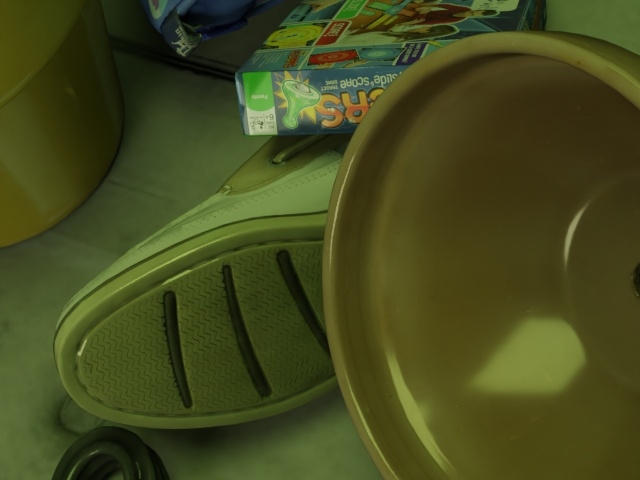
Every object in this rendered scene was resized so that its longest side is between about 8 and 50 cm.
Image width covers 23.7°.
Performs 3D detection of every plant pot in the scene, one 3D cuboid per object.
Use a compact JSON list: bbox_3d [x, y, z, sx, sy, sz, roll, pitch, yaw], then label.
[{"bbox_3d":[0.117,0.026,0.670,0.110,0.237,0.237,-8,47,-40],"label":"plant pot"},{"bbox_3d":[-0.223,-0.119,0.837,0.254,0.239,0.254,-6,60,10],"label":"plant pot"}]

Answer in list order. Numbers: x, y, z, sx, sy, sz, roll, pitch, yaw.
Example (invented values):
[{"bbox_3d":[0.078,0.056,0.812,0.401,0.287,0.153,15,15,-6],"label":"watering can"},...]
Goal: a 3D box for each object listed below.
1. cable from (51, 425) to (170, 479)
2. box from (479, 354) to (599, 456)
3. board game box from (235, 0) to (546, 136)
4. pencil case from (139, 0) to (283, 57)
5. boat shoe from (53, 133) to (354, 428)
[{"bbox_3d":[-0.085,0.228,0.726,0.139,0.072,0.287,-38,45,10],"label":"cable"},{"bbox_3d":[0.174,0.057,0.753,0.145,0.038,0.186,32,74,27],"label":"box"},{"bbox_3d":[0.046,-0.105,0.814,0.136,0.035,0.201,-1,22,14],"label":"board game box"},{"bbox_3d":[-0.109,-0.253,0.886,0.119,0.133,0.306,-21,74,-47],"label":"pencil case"},{"bbox_3d":[0.000,0.000,0.794,0.302,0.113,0.103,-22,33,-13],"label":"boat shoe"}]
